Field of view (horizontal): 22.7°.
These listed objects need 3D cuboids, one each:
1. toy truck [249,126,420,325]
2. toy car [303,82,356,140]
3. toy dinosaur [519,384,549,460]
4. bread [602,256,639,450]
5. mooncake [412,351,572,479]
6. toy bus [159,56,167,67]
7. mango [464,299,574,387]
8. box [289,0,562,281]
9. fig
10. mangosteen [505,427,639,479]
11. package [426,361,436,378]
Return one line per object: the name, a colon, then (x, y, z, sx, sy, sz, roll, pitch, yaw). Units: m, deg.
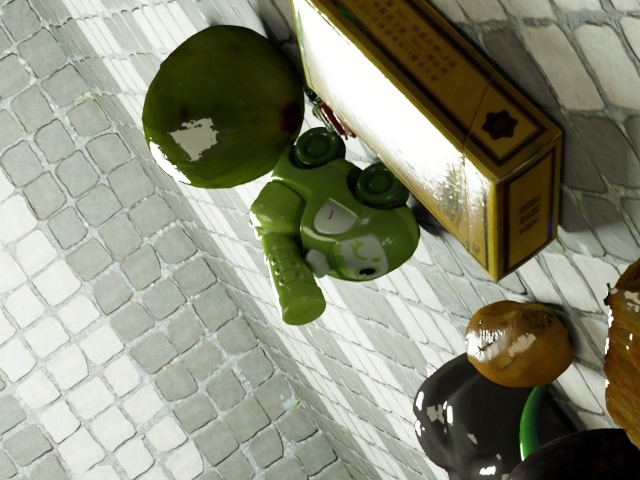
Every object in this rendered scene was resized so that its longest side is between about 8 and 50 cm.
toy truck: (0.000, -0.018, 1.850, 0.187, 0.210, 0.148, 49, 170, 30)
toy car: (0.023, -0.147, 1.765, 0.073, 0.054, 0.143, 55, 169, -18)
toy dinosaur: (0.392, 0.367, 1.681, 0.144, 0.374, 0.500, 39, -133, -60)
bread: (0.348, 0.128, 1.075, 0.344, 0.149, 0.195, 44, 150, 40)
mooncake: (0.221, 0.249, 1.961, 0.245, 0.133, 0.245, 46, 159, 24)
toy bus: (-0.128, -0.185, 2.157, 0.185, 0.090, 0.106, 47, 168, 27)
mango: (0.213, 0.115, 1.707, 0.105, 0.084, 0.159, 50, 169, -8)
box: (0.095, -0.124, 1.479, 0.301, 0.084, 0.193, 48, 167, 26)
fig: (-0.100, -0.150, 1.908, 0.225, 0.203, 0.203, 20, 147, 46)
mangosteen: (0.287, 0.315, 1.514, 0.288, 0.288, 0.288, 50, 168, 15)
package: (0.173, 0.221, 2.290, 0.059, 0.029, 0.083, 51, 160, 50)
